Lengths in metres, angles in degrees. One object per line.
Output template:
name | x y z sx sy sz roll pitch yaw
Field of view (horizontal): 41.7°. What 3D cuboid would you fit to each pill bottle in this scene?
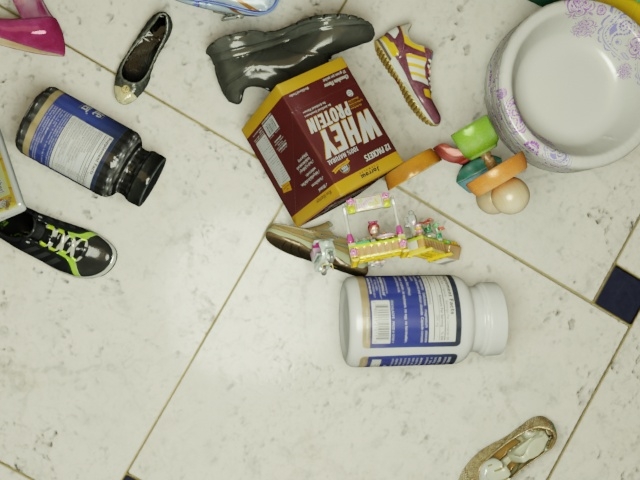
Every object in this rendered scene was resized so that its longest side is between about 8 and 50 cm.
pill bottle | 0.170 0.134 1.413 0.264 0.153 0.153 0 89 -7
pill bottle | -0.371 -0.147 1.373 0.219 0.123 0.123 29 86 -6

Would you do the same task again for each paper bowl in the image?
paper bowl | 0.424 -0.258 1.451 0.284 0.148 0.284 0 89 -7

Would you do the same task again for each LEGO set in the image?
LEGO set | 0.125 -0.016 1.396 0.287 0.132 0.107 -5 75 -25

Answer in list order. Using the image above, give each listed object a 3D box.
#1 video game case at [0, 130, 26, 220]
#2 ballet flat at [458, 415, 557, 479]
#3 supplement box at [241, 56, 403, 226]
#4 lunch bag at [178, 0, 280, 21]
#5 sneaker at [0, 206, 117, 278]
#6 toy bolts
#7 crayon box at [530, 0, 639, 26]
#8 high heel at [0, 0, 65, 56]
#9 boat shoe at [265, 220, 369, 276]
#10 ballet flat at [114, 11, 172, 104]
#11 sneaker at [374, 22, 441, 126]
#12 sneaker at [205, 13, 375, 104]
video game case | -0.599 -0.100 1.348 0.206 0.026 0.227 -24 64 -6
ballet flat | 0.328 0.381 1.469 0.206 0.067 0.073 -40 94 -5
supplement box | -0.002 -0.153 1.358 0.129 0.191 0.194 -29 88 -26
lunch bag | -0.150 -0.518 1.388 0.243 0.115 0.303 8 103 -12
sneaker | -0.451 0.000 1.374 0.234 0.097 0.084 21 87 -5
toy bolts | 0.241 -0.095 1.401 0.218 0.228 0.158 -29 90 17
crayon box | 0.540 -0.558 1.492 0.313 0.106 0.363 23 87 -7
high heel | -0.550 -0.320 1.387 0.244 0.082 0.117 -24 99 -12
boat shoe | 0.000 0.000 1.448 0.190 0.068 0.072 21 74 -15
ballet flat | -0.304 -0.311 1.420 0.057 0.049 0.173 25 86 -4
sneaker | 0.173 -0.289 1.463 0.084 0.069 0.185 -33 94 -1
sneaker | -0.044 -0.307 1.433 0.286 0.109 0.130 -13 97 3
